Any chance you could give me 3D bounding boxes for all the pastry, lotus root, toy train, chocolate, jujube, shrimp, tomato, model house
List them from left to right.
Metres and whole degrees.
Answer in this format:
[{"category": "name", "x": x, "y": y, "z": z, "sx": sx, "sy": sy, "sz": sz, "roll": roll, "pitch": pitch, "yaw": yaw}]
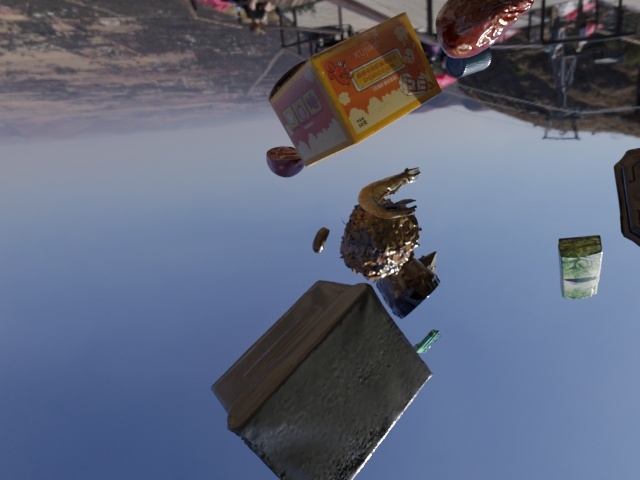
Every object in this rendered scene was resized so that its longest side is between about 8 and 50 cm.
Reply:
[{"category": "tomato", "x": -0.123, "y": -0.279, "z": 1.619, "sx": 0.139, "sy": 0.091, "sz": 0.159, "roll": -17, "pitch": -143, "yaw": -25}, {"category": "lotus root", "x": -0.002, "y": -0.001, "z": 1.347, "sx": 0.030, "sy": 0.083, "sz": 0.037, "roll": 20, "pitch": -176, "yaw": -23}, {"category": "pastry", "x": 0.191, "y": -0.002, "z": 1.387, "sx": 0.275, "sy": 0.274, "sz": 0.193, "roll": -8, "pitch": -177, "yaw": -13}, {"category": "shrimp", "x": 0.206, "y": -0.127, "z": 1.174, "sx": 0.219, "sy": 0.046, "sz": 0.152, "roll": -31, "pitch": -133, "yaw": -23}, {"category": "chocolate", "x": 0.331, "y": 0.168, "z": 1.803, "sx": 0.225, "sy": 0.210, "sz": 0.340, "roll": -42, "pitch": 168, "yaw": -1}, {"category": "model house", "x": 0.446, "y": 0.110, "z": 2.022, "sx": 0.176, "sy": 0.248, "sz": 0.181, "roll": 44, "pitch": -132, "yaw": 16}, {"category": "toy train", "x": 0.315, "y": 0.297, "z": 1.328, "sx": 0.045, "sy": 0.092, "sz": 0.029, "roll": 15, "pitch": -151, "yaw": -40}, {"category": "jujube", "x": 0.406, "y": -0.557, "z": 1.112, "sx": 0.237, "sy": 0.168, "sz": 0.168, "roll": -21, "pitch": -171, "yaw": 20}]

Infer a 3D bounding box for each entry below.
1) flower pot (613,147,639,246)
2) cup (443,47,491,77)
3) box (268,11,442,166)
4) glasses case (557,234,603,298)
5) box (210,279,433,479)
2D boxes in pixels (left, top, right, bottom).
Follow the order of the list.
[{"category": "flower pot", "x": 0.804, "y": -0.112, "z": 1.063, "sx": 0.179, "sy": 0.250, "sz": 0.084, "roll": -8, "pitch": 174, "yaw": 40}, {"category": "cup", "x": 0.570, "y": -0.707, "z": 1.772, "sx": 0.138, "sy": 0.113, "sz": 0.150, "roll": -25, "pitch": -175, "yaw": -22}, {"category": "box", "x": 0.072, "y": -0.348, "z": 1.060, "sx": 0.284, "sy": 0.213, "sz": 0.260, "roll": -36, "pitch": -168, "yaw": -23}, {"category": "glasses case", "x": 0.690, "y": 0.078, "z": 1.194, "sx": 0.095, "sy": 0.062, "sz": 0.272, "roll": -6, "pitch": 149, "yaw": 27}, {"category": "box", "x": 0.001, "y": 0.284, "z": 0.884, "sx": 0.345, "sy": 0.251, "sz": 0.204, "roll": -43, "pitch": -163, "yaw": -21}]
